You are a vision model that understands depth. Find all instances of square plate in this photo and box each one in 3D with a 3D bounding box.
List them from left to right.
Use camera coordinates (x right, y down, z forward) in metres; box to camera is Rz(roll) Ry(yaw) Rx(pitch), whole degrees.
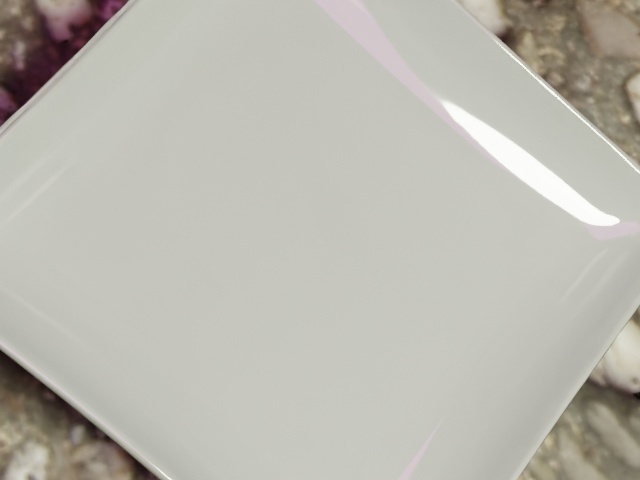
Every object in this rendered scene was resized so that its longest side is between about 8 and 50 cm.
[{"bbox_3d":[0.000,0.000,0.815,0.347,0.049,0.344,42,67,-5],"label":"square plate"}]

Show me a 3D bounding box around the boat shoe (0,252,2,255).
[{"bbox_3d":[-0.270,-0.027,0.790,0.219,0.078,0.070,22,68,-10],"label":"boat shoe"}]
